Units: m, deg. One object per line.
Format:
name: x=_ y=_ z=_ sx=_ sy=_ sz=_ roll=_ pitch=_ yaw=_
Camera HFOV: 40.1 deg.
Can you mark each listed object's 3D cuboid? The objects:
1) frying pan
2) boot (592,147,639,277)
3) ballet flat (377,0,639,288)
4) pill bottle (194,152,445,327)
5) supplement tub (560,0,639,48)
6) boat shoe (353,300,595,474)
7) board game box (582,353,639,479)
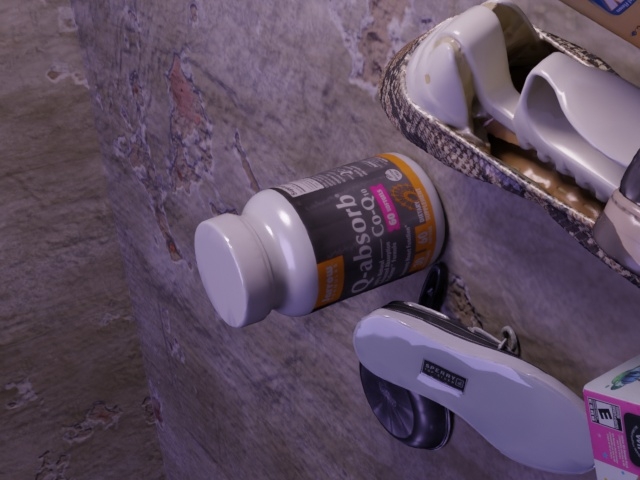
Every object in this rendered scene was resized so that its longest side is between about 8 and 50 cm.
frying pan: x=0.132 y=0.186 z=1.203 sx=0.197 sy=0.053 sz=0.326 roll=61 pitch=154 yaw=16
boot: x=0.376 y=-0.052 z=0.470 sx=0.377 sy=0.138 sz=0.284 roll=23 pitch=108 yaw=19
ballet flat: x=0.199 y=-0.107 z=0.749 sx=0.483 sy=0.164 sz=0.182 roll=43 pitch=180 yaw=39
pill bottle: x=0.000 y=0.000 z=1.070 sx=0.162 sy=0.278 sz=0.162 roll=40 pitch=140 yaw=44
supplement tub: x=0.223 y=-0.214 z=0.594 sx=0.200 sy=0.144 sz=0.144 roll=29 pitch=148 yaw=-5
boat shoe: x=0.189 y=0.157 z=1.011 sx=0.306 sy=0.105 sz=0.113 roll=21 pitch=117 yaw=26
board game box: x=0.378 y=0.237 z=0.730 sx=0.303 sy=0.097 sz=0.224 roll=7 pitch=113 yaw=59
